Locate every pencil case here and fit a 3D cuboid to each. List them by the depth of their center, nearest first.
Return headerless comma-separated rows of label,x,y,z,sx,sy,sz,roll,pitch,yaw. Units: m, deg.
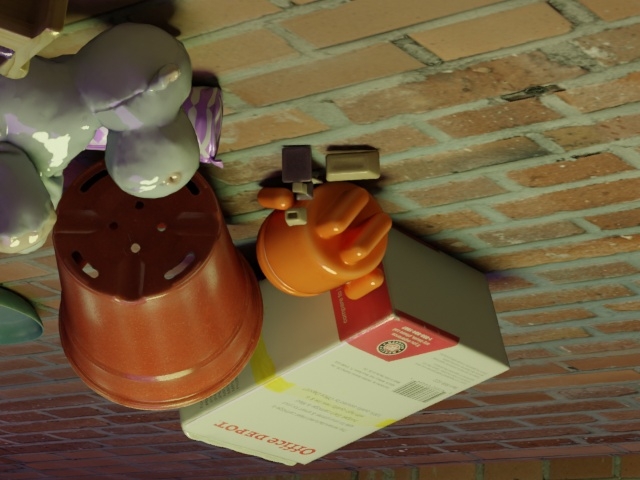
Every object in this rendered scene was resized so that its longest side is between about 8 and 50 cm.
pencil case,-0.204,-0.130,1.740,0.206,0.088,0.086,3,161,5

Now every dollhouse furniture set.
dollhouse furniture set,0.020,-0.064,1.908,0.114,0.091,0.081,-3,175,15

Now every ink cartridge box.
ink cartridge box,0.019,0.152,2.239,0.384,0.160,0.279,-29,146,28

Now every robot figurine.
robot figurine,-0.001,-0.002,2.009,0.158,0.128,0.219,10,162,-27

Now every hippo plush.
hippo plush,-0.244,-0.141,1.609,0.236,0.294,0.234,-14,-158,-7

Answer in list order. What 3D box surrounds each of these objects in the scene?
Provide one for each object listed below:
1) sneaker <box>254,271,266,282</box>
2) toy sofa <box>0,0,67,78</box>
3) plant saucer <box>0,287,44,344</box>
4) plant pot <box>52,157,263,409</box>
sneaker,-0.045,0.120,2.424,0.146,0.102,0.293,-6,161,12
toy sofa,-0.391,-0.255,1.318,0.362,0.150,0.177,16,158,-30
plant saucer,-0.608,0.110,2.636,0.317,0.044,0.317,4,162,1
plant pot,-0.214,0.039,2.010,0.272,0.272,0.265,4,154,4
